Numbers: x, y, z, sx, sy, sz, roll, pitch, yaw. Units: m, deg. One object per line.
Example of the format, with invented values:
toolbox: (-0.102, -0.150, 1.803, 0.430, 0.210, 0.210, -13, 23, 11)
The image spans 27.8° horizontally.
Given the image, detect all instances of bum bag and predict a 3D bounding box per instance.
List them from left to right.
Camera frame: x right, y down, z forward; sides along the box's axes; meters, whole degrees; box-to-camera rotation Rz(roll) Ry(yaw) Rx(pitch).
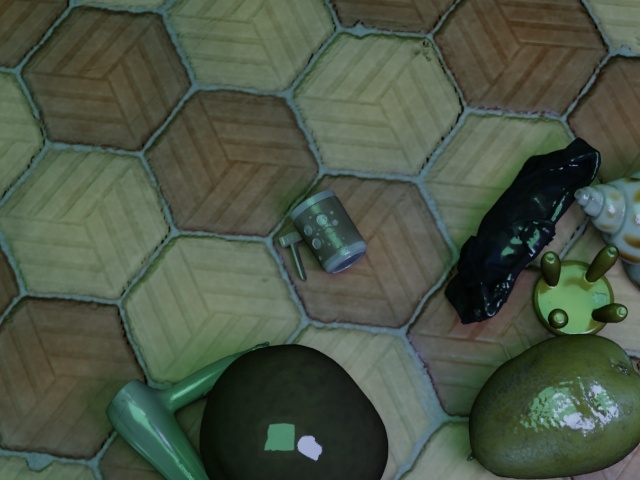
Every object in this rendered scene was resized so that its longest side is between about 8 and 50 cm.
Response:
bum bag: (0.270, -0.016, 1.764, 0.074, 0.137, 0.310, 44, 76, -28)

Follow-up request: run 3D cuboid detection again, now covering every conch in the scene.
conch: (0.468, -0.014, 1.736, 0.275, 0.148, 0.182, 15, 75, 6)

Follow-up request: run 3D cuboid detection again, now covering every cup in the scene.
cup: (0.001, -0.003, 1.787, 0.102, 0.074, 0.099, -31, 76, -6)

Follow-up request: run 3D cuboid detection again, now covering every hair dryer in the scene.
hair dryer: (-0.142, 0.229, 1.746, 0.237, 0.075, 0.206, -41, 84, -17)

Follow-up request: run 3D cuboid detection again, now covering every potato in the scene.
potato: (0.300, 0.225, 1.676, 0.251, 0.159, 0.174, -25, 51, 4)

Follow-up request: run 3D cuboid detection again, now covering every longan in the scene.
longan: (-0.029, 0.249, 1.650, 0.248, 0.248, 0.248, 0, 75, 2)

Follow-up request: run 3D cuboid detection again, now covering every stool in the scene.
stool: (0.347, 0.071, 1.737, 0.134, 0.110, 0.135, 39, 79, 11)
